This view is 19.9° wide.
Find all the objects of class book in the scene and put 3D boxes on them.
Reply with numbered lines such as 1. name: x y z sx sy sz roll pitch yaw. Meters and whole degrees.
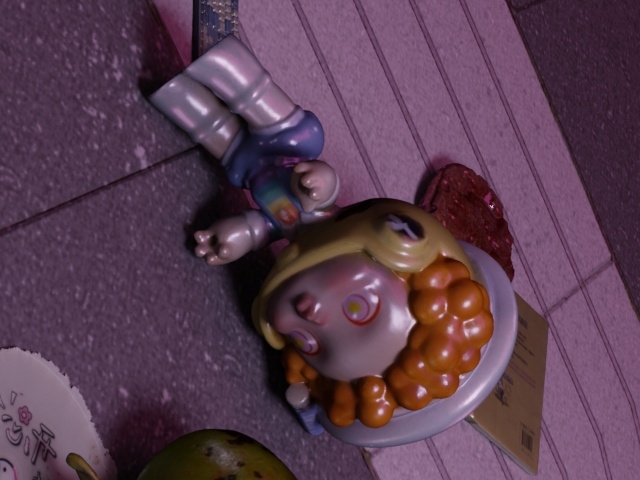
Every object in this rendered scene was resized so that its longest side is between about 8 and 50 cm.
1. book: 0.198 0.133 1.965 0.168 0.013 0.192 42 46 -41

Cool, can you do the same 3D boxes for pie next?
1. pie: 0.152 -0.005 1.918 0.153 0.038 0.153 28 50 -40

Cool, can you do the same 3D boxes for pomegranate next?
1. pomegranate: -0.096 0.213 1.369 0.220 0.156 0.156 27 56 -52

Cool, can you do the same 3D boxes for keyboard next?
1. keyboard: -0.094 -0.215 1.662 0.055 0.014 0.176 23 59 -47

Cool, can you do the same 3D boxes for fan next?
1. fan: -0.239 0.254 1.265 0.233 0.012 0.414 49 39 -35

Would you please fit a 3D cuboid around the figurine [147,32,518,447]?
1. figurine: 0.022 -0.015 1.568 0.382 0.224 0.205 65 31 -16
